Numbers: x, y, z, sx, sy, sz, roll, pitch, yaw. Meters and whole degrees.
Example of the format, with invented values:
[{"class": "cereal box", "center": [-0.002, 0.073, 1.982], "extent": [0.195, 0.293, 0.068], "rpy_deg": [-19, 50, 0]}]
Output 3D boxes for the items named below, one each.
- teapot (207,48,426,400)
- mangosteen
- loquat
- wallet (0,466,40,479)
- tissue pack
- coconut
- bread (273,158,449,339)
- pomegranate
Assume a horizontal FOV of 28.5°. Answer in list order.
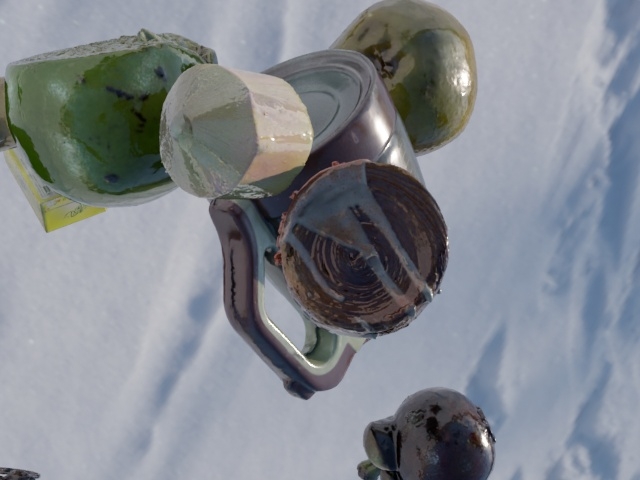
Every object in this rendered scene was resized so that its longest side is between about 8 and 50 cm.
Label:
[{"class": "teapot", "center": [0.000, 0.000, 1.416], "extent": [0.315, 0.233, 0.312], "rpy_deg": [-54, 129, -34]}, {"class": "mangosteen", "center": [0.148, 0.284, 1.723], "extent": [0.184, 0.172, 0.173], "rpy_deg": [-9, 129, -10]}, {"class": "loquat", "center": [0.111, -0.203, 1.641], "extent": [0.213, 0.213, 0.246], "rpy_deg": [-60, 158, 4]}, {"class": "wallet", "center": [-0.457, 0.305, 1.255], "extent": [0.068, 0.335, 0.275], "rpy_deg": [125, -16, -56]}, {"class": "tissue pack", "center": [-0.384, -0.098, 1.807], "extent": [0.095, 0.176, 0.062], "rpy_deg": [-22, 140, -21]}, {"class": "coconut", "center": [-0.081, -0.091, 1.091], "extent": [0.122, 0.116, 0.116], "rpy_deg": [6, 112, -51]}, {"class": "bread", "center": [0.039, 0.008, 1.131], "extent": [0.160, 0.160, 0.073], "rpy_deg": [-53, 169, -6]}, {"class": "pomegranate", "center": [-0.294, -0.145, 1.626], "extent": [0.310, 0.358, 0.216], "rpy_deg": [-70, 147, -72]}]
